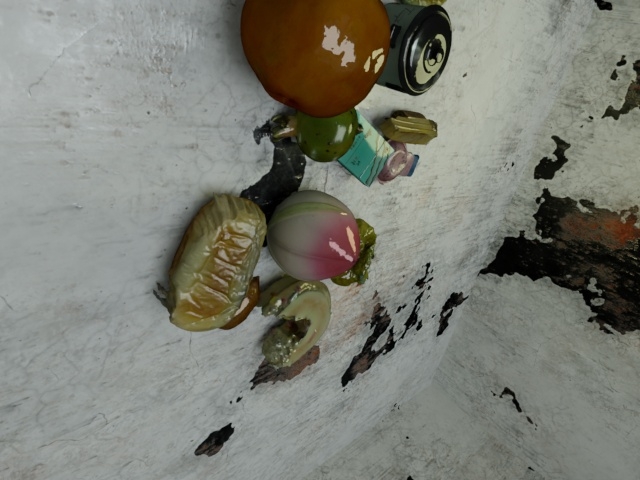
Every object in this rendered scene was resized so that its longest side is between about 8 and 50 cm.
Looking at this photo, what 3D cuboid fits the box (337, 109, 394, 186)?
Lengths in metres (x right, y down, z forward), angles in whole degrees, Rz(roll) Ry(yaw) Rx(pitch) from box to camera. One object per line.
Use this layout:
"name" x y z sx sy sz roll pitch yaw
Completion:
"box" 0.136 -0.306 1.387 0.229 0.041 0.162 34 91 -40

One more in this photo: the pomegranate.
"pomegranate" -0.009 -0.306 1.151 0.245 0.198 0.198 -31 137 -18

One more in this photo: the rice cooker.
"rice cooker" 0.262 -0.566 1.218 0.280 0.227 0.242 1 116 -48

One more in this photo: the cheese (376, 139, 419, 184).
"cheese" 0.291 -0.300 1.574 0.285 0.074 0.189 -3 119 -46

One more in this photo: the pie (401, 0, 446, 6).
"pie" 0.323 -0.832 1.222 0.302 0.066 0.303 -27 133 -34

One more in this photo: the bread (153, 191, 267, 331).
"bread" -0.285 0.065 1.149 0.235 0.183 0.389 26 103 -33

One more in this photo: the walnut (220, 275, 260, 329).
"walnut" -0.261 0.195 1.318 0.207 0.115 0.116 -55 144 -13

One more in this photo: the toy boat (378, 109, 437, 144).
"toy boat" 0.323 -0.416 1.496 0.310 0.116 0.089 -8 165 -41

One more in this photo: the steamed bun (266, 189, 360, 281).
"steamed bun" 0.000 0.000 1.305 0.309 0.309 0.310 -28 135 -32

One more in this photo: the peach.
"peach" -0.017 -0.445 0.925 0.342 0.342 0.302 17 107 -52

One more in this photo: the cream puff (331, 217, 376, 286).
"cream puff" 0.130 0.059 1.577 0.281 0.185 0.282 -25 133 -29

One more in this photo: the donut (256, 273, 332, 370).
"donut" -0.096 0.273 1.515 0.307 0.150 0.372 -29 136 -32
